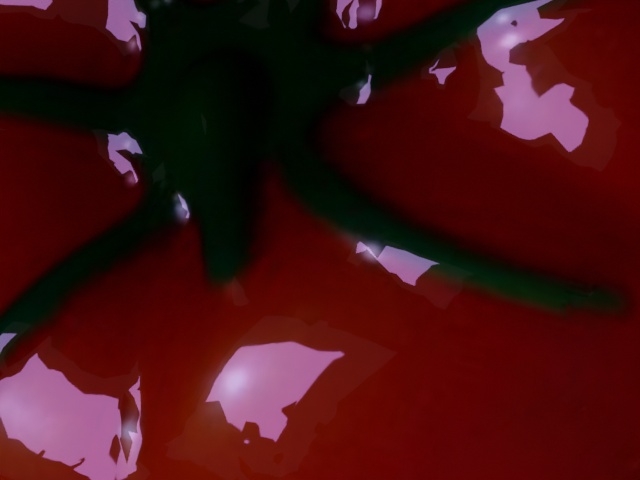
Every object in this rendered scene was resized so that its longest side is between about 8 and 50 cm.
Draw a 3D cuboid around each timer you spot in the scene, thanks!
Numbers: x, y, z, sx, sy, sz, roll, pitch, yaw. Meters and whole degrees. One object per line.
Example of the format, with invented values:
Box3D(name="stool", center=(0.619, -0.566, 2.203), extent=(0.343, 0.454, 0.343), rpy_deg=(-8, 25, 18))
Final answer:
Box3D(name="timer", center=(0.000, 0.000, 0.699), extent=(0.378, 0.279, 0.378), rpy_deg=(-7, 63, 13))
